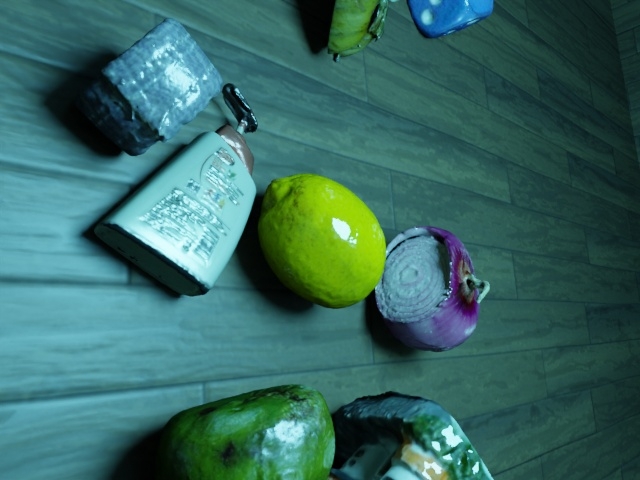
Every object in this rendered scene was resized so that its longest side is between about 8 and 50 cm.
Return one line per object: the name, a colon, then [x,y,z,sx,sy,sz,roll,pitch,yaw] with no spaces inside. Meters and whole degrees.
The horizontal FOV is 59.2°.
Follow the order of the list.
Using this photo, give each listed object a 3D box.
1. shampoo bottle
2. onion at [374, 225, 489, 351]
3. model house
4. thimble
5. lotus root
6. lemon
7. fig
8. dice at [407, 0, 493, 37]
shampoo bottle: [-0.149,-0.078,0.726,0.153,0.071,0.284,42,50,-28]
onion: [0.192,0.089,0.972,0.200,0.200,0.207,17,36,-42]
model house: [0.043,0.362,0.706,0.300,0.271,0.190,-37,97,-28]
thimble: [-0.194,-0.174,0.646,0.098,0.150,0.150,51,48,-25]
lotus root: [0.078,-0.398,0.957,0.077,0.204,0.183,21,50,10]
lemon: [0.000,0.000,0.792,0.207,0.170,0.170,45,51,-27]
fig: [-0.074,0.286,0.609,0.203,0.203,0.236,-1,80,-46]
dice: [0.287,-0.536,1.241,0.143,0.146,0.147,-29,102,-44]
